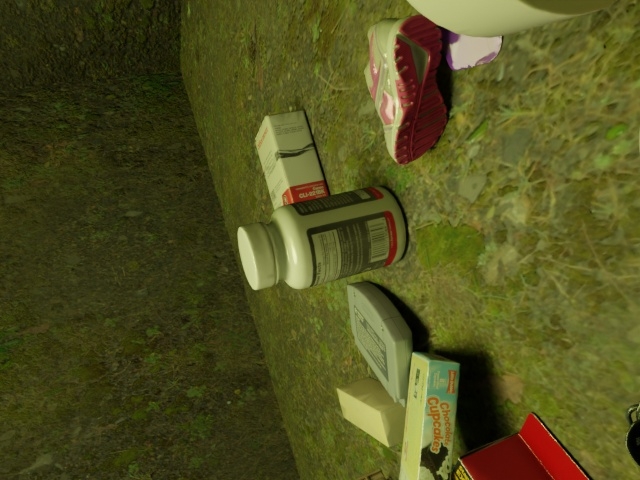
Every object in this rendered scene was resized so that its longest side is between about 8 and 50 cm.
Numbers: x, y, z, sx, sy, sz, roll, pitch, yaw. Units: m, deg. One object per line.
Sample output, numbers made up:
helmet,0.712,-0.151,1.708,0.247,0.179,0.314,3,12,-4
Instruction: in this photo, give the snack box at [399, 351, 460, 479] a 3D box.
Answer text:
snack box,0.191,0.372,0.885,0.187,0.060,0.323,79,-162,-82

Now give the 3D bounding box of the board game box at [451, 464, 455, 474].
board game box,0.287,0.539,1.037,0.186,0.026,0.126,163,92,-70

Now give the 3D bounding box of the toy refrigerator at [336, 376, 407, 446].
toy refrigerator,0.144,0.427,1.236,0.269,0.102,0.094,164,91,-69

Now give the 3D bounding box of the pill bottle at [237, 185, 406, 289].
pill bottle,0.000,0.000,1.013,0.176,0.318,0.177,167,90,-71

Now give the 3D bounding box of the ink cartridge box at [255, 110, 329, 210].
ink cartridge box,-0.086,-0.204,1.402,0.197,0.114,0.273,147,107,-70

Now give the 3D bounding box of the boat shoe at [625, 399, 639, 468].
boat shoe,0.322,0.163,0.411,0.340,0.112,0.127,59,-170,-66

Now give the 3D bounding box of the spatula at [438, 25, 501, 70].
spatula,0.170,-0.301,0.776,0.296,0.030,0.084,23,137,67

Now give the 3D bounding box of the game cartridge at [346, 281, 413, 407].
game cartridge,0.137,0.218,1.138,0.297,0.062,0.198,-131,35,-65

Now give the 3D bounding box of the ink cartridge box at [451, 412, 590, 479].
ink cartridge box,0.330,0.470,0.729,0.309,0.129,0.272,-125,29,-45

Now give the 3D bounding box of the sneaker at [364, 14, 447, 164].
sneaker,0.132,-0.241,0.785,0.111,0.102,0.253,52,158,44

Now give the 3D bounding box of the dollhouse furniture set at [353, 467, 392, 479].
dollhouse furniture set,0.153,0.753,1.396,0.151,0.123,0.144,-135,36,-54

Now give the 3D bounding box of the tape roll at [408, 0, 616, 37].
tape roll,0.169,-0.326,0.402,0.100,0.285,0.287,-154,53,-65
